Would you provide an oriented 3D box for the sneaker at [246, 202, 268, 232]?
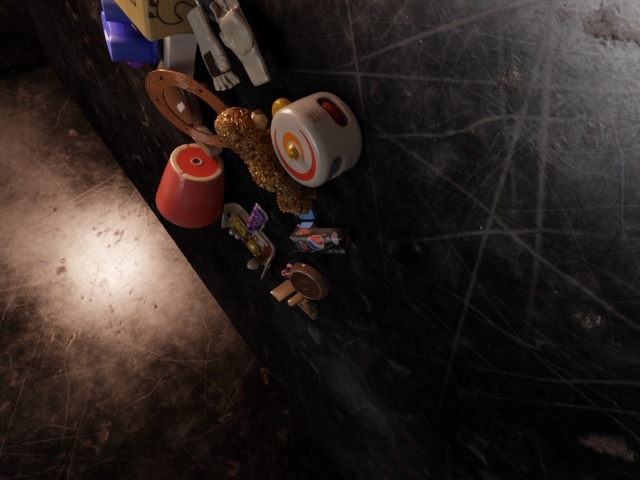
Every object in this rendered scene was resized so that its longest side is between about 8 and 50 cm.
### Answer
[{"bbox_3d":[-0.245,-0.077,1.580,0.068,0.071,0.169,48,151,14],"label":"sneaker"}]

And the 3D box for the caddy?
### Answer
[{"bbox_3d":[-0.587,-0.703,1.313,0.341,0.180,0.241,58,149,37],"label":"caddy"}]

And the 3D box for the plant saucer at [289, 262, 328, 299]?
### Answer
[{"bbox_3d":[-0.050,0.158,1.523,0.169,0.029,0.168,23,138,23],"label":"plant saucer"}]

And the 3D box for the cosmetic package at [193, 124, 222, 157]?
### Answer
[{"bbox_3d":[-0.421,-0.368,1.555,0.115,0.060,0.041,48,152,12],"label":"cosmetic package"}]

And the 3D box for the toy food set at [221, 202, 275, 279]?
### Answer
[{"bbox_3d":[-0.313,0.006,1.757,0.306,0.092,0.219,50,153,10],"label":"toy food set"}]

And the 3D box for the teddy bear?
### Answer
[{"bbox_3d":[-0.117,-0.211,1.083,0.113,0.245,0.337,-24,104,34],"label":"teddy bear"}]

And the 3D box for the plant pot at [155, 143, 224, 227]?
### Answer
[{"bbox_3d":[-0.495,-0.226,1.639,0.275,0.275,0.243,48,142,14],"label":"plant pot"}]

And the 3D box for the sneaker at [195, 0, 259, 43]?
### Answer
[{"bbox_3d":[-0.221,-0.561,1.006,0.234,0.078,0.106,51,150,1],"label":"sneaker"}]

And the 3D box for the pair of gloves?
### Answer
[{"bbox_3d":[-0.230,-0.466,1.009,0.240,0.042,0.204,16,138,45],"label":"pair of gloves"}]

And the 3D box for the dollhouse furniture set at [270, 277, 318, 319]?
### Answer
[{"bbox_3d":[-0.099,0.254,1.652,0.144,0.123,0.151,40,149,28],"label":"dollhouse furniture set"}]

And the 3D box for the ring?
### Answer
[{"bbox_3d":[-0.410,-0.429,1.372,0.337,0.032,0.336,22,158,9],"label":"ring"}]

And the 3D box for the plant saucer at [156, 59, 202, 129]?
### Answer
[{"bbox_3d":[-0.539,-0.540,1.578,0.278,0.041,0.277,38,147,30],"label":"plant saucer"}]

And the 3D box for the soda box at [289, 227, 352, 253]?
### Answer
[{"bbox_3d":[0.000,0.000,1.203,0.169,0.060,0.053,1,122,23],"label":"soda box"}]

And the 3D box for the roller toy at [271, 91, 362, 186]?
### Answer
[{"bbox_3d":[-0.016,-0.229,0.958,0.191,0.146,0.209,18,133,49],"label":"roller toy"}]

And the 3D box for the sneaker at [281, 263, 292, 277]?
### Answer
[{"bbox_3d":[-0.107,0.128,1.599,0.119,0.057,0.047,13,129,51],"label":"sneaker"}]

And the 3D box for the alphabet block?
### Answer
[{"bbox_3d":[-0.413,-0.671,1.066,0.193,0.193,0.197,51,153,13],"label":"alphabet block"}]

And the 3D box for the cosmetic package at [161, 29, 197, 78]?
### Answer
[{"bbox_3d":[-0.433,-0.588,1.274,0.231,0.086,0.117,138,118,-64],"label":"cosmetic package"}]

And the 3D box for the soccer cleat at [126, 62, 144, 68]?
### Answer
[{"bbox_3d":[-0.698,-0.774,1.510,0.117,0.109,0.318,33,143,30],"label":"soccer cleat"}]

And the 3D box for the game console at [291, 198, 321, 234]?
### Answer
[{"bbox_3d":[-0.061,-0.063,1.303,0.071,0.107,0.122,36,163,-28],"label":"game console"}]
